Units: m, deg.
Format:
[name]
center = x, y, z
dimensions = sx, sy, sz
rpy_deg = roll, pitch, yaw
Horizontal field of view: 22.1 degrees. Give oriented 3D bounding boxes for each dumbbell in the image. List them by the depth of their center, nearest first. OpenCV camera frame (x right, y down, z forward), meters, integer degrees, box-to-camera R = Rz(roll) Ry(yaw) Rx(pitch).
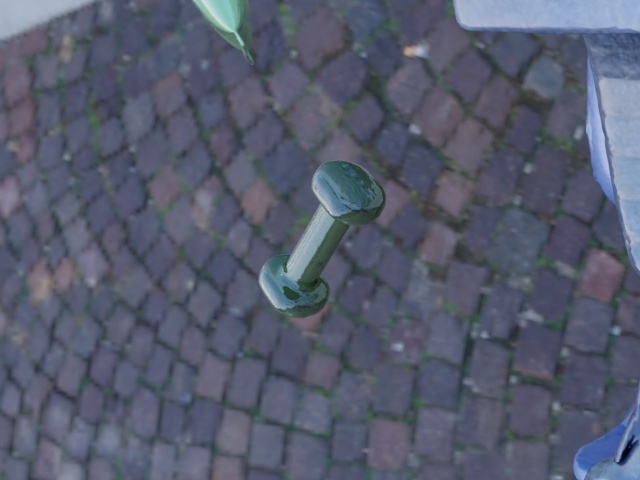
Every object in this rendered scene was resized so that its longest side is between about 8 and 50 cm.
[dumbbell]
center = 0.000, 0.000, 1.098
dimensions = 0.052, 0.046, 0.118
rpy_deg = 51, 134, 24

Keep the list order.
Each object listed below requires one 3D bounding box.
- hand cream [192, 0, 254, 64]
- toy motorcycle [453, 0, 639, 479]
[hand cream]
center = -0.078, -0.181, 0.915
dimensions = 0.046, 0.095, 0.175
rpy_deg = -23, 89, 0
[toy motorcycle]
center = 0.144, -0.001, 0.597
dimensions = 0.125, 0.213, 0.358
rpy_deg = 7, 116, 45
